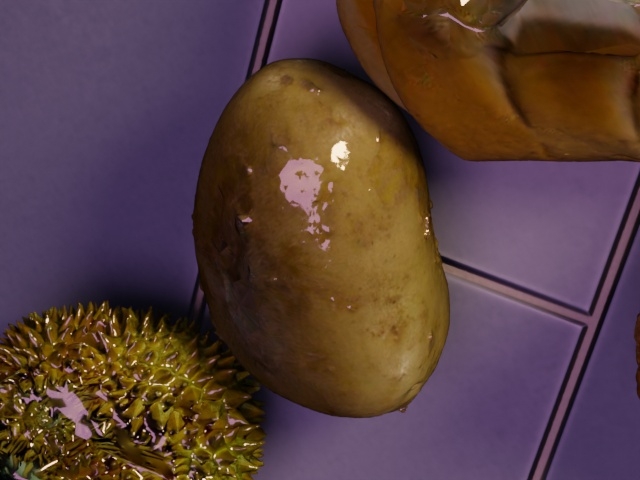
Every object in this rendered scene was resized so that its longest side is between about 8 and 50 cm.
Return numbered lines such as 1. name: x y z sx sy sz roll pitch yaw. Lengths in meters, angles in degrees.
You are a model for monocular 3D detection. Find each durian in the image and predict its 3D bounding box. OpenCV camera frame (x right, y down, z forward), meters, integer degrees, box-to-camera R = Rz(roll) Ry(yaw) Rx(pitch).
1. durian: -0.193 0.183 1.457 0.291 0.224 0.291 0 91 -12

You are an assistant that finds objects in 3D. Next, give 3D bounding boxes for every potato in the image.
1. potato: 0.000 0.000 1.325 0.210 0.173 0.307 23 130 40

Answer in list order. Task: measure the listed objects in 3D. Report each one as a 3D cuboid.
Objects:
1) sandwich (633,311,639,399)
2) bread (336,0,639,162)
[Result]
1. sandwich: 0.353 0.031 1.236 0.288 0.254 0.099 -46 60 -7
2. bread: 0.163 -0.194 1.185 0.341 0.210 0.300 8 110 17
